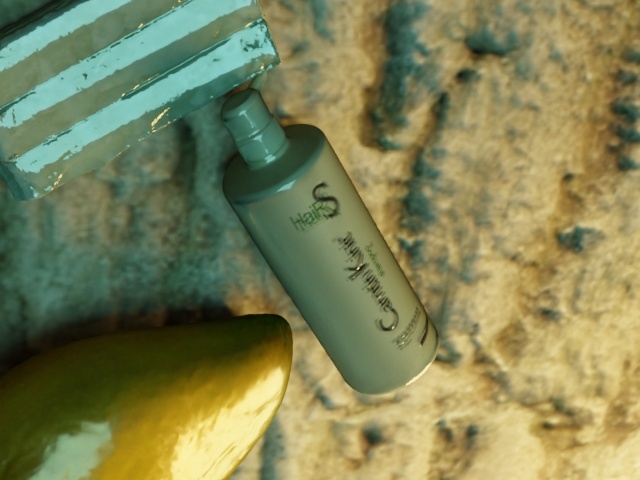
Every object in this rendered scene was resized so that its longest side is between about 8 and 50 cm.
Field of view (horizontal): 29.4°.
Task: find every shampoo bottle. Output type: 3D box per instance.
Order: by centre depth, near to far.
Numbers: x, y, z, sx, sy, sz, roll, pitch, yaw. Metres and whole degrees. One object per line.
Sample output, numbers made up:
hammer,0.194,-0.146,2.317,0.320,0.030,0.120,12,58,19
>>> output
shampoo bottle,0.000,0.000,0.899,0.085,0.085,0.262,-33,122,-2

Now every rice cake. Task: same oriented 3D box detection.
rice cake,-0.136,-0.119,0.811,0.211,0.038,0.124,-26,122,-6

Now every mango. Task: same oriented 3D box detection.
mango,-0.155,0.148,0.905,0.317,0.119,0.176,-26,120,-17
